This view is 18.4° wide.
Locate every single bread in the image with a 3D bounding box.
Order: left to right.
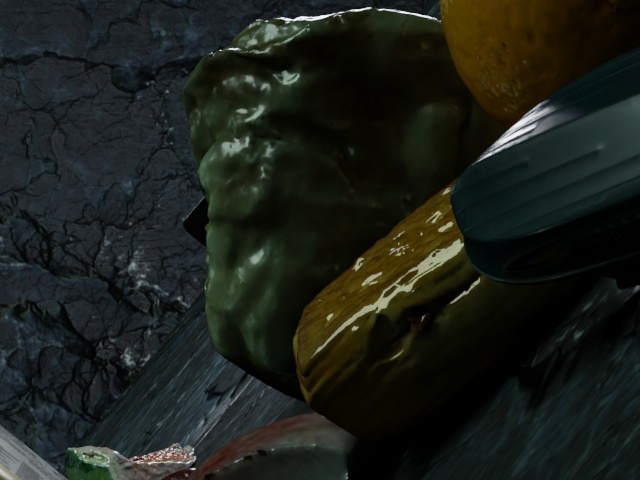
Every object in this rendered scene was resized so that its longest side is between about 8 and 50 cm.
[{"bbox_3d":[0.089,0.039,1.388,0.235,0.099,0.210,-38,9,6],"label":"bread"}]

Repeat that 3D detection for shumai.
[{"bbox_3d":[0.027,-0.004,1.546,0.304,0.309,0.263,147,137,-62],"label":"shumai"}]

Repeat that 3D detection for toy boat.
[{"bbox_3d":[-0.019,0.179,1.511,0.206,0.096,0.282,-37,-5,8],"label":"toy boat"},{"bbox_3d":[0.180,-0.039,1.108,0.296,0.122,0.114,-26,42,51],"label":"toy boat"}]

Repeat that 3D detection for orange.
[{"bbox_3d":[0.186,-0.159,1.347,0.219,0.219,0.193,-53,-1,-30],"label":"orange"}]

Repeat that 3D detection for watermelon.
[{"bbox_3d":[-0.192,0.283,2.191,0.158,0.121,0.098,2,-13,-38],"label":"watermelon"}]

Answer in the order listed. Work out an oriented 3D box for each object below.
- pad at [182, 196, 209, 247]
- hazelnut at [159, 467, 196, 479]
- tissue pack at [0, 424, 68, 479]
[{"bbox_3d":[0.000,0.000,1.737,0.143,0.211,0.003,-49,16,6],"label":"pad"},{"bbox_3d":[-0.115,0.243,1.756,0.086,0.086,0.086,-49,6,7],"label":"hazelnut"},{"bbox_3d":[-0.293,0.301,1.907,0.145,0.229,0.159,-49,6,4],"label":"tissue pack"}]
